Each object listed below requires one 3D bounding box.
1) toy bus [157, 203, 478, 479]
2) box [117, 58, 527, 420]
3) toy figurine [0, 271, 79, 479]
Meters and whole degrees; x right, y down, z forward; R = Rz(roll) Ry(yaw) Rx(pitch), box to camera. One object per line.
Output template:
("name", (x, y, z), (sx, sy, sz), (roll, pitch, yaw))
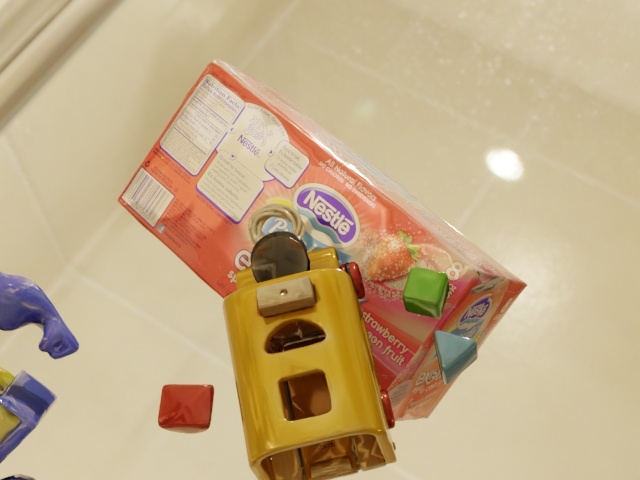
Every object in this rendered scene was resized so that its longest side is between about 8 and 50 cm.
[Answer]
("toy bus", (-0.014, 0.061, 0.760), (0.202, 0.191, 0.104), (27, -20, 21))
("box", (0.000, 0.000, 0.960), (0.300, 0.154, 0.142), (39, 11, 24))
("toy figurine", (-0.246, 0.113, 0.589), (0.217, 0.362, 0.191), (42, 1, -15))
